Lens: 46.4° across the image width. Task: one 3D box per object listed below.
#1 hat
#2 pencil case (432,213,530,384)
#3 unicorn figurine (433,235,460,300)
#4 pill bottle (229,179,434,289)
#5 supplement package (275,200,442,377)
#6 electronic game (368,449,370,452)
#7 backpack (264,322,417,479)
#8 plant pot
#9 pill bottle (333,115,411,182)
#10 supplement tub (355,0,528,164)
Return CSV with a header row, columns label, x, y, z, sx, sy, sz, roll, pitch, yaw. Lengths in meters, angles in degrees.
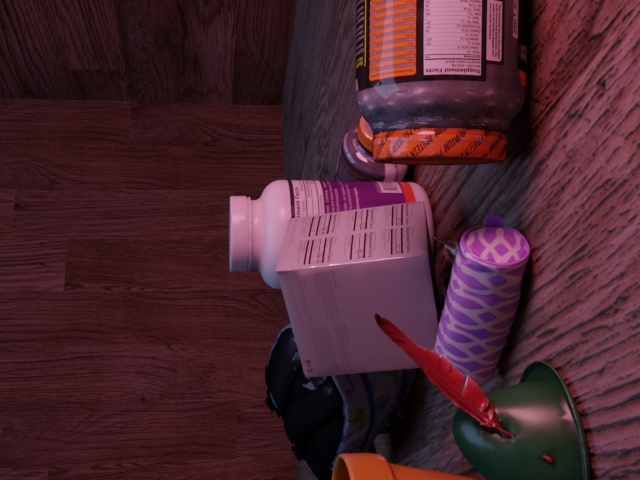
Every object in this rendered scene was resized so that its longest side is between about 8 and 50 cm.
label,x,y,z,sx,sy,sz,roll,pitch,yaw
hat,0.150,0.207,0.776,0.208,0.184,0.172,-99,12,-46
pencil case,0.188,0.079,0.888,0.088,0.087,0.206,-62,-16,-52
unicorn figurine,0.186,0.045,0.994,0.111,0.060,0.161,-107,-1,-73
pill bottle,0.013,-0.009,1.233,0.181,0.323,0.181,180,90,-82
supplement package,0.064,0.070,1.073,0.149,0.203,0.194,-80,-20,-57
electronic game,0.089,0.557,1.663,0.229,0.048,0.229,-178,90,-82
backpack,0.027,0.253,1.374,0.290,0.274,0.355,60,170,27
plant pot,0.121,0.378,0.962,0.205,0.188,0.205,-179,90,-81
pill bottle,0.094,-0.129,1.351,0.245,0.131,0.130,103,165,-57
supplement tub,0.136,-0.246,0.847,0.193,0.194,0.315,-160,71,-81
